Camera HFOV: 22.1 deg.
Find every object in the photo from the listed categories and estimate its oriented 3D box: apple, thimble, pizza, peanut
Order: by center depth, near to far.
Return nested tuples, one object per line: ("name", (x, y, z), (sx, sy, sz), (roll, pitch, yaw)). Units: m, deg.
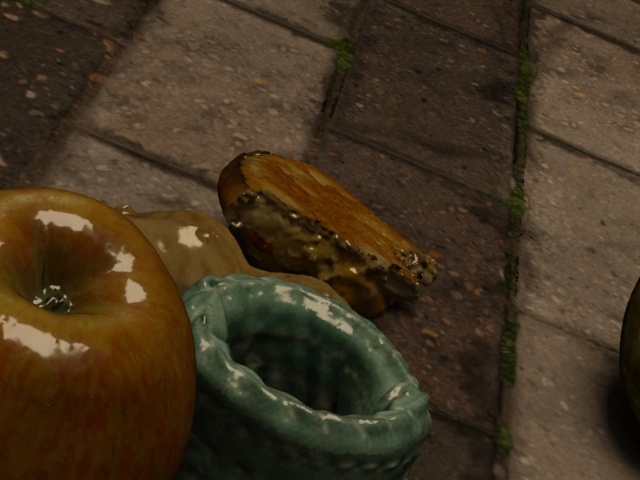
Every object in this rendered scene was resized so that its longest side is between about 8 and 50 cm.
("apple", (-0.207, 0.091, 1.116), (0.264, 0.264, 0.264), (19, 28, -10))
("thimble", (-0.028, 0.136, 1.285), (0.235, 0.143, 0.198), (29, 28, 6))
("peanut", (-0.090, 0.049, 1.423), (0.263, 0.117, 0.101), (28, 36, 0))
("pizza", (0.000, 0.000, 1.569), (0.223, 0.089, 0.323), (37, 11, 5))

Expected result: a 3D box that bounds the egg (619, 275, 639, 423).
("egg", (0.409, 0.102, 1.593), (0.238, 0.238, 0.289), (32, 48, 15))
